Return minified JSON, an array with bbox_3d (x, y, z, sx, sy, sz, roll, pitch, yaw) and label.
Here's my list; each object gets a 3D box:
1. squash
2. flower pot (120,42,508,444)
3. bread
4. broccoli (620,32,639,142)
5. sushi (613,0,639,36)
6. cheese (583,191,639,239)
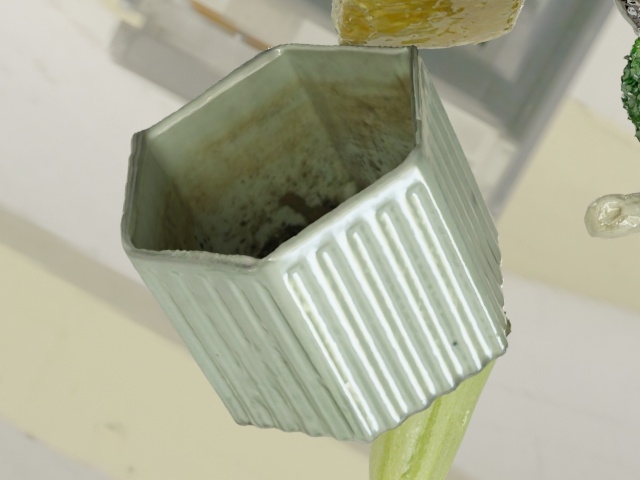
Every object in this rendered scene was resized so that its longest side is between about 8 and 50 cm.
[{"bbox_3d":[0.081,0.150,1.402,0.094,0.224,0.094,11,-161,-4],"label":"squash"},{"bbox_3d":[0.000,0.000,1.212,0.239,0.209,0.190,6,139,36],"label":"flower pot"},{"bbox_3d":[0.079,-0.205,1.186,0.138,0.102,0.196,-5,161,-12],"label":"bread"},{"bbox_3d":[0.323,-0.107,1.058,0.297,0.297,0.297,3,-160,-1],"label":"broccoli"},{"bbox_3d":[0.312,-0.240,1.655,0.090,0.078,0.150,54,-163,-10],"label":"sushi"},{"bbox_3d":[0.301,-0.025,1.733,0.064,0.043,0.194,-5,180,18],"label":"cheese"}]
